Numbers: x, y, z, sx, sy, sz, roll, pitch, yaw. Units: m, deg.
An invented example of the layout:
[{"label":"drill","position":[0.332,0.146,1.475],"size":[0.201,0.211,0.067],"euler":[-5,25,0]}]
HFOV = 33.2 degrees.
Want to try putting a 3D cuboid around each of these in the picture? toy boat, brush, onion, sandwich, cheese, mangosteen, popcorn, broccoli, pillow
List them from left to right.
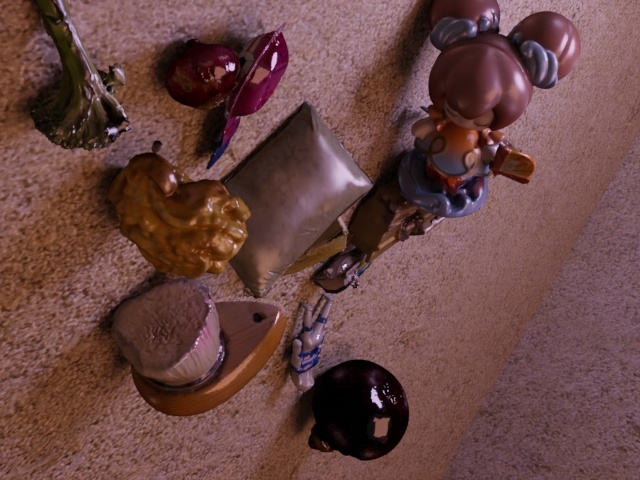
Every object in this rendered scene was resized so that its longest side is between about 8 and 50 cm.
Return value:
[{"label":"broccoli","position":[-0.287,-0.200,1.245],"size":[0.122,0.118,0.204],"euler":[-16,123,-12]},{"label":"popcorn","position":[-0.201,-0.030,1.476],"size":[0.163,0.194,0.140],"euler":[-34,-150,62]},{"label":"onion","position":[-0.157,-0.224,1.437],"size":[0.107,0.097,0.107],"euler":[-28,175,-3]},{"label":"brush","position":[-0.179,0.147,1.675],"size":[0.267,0.174,0.166],"euler":[-25,143,-15]},{"label":"cheese","position":[-0.109,-0.209,1.551],"size":[0.244,0.062,0.155],"euler":[-59,179,33]},{"label":"pillow","position":[-0.062,-0.065,1.719],"size":[0.302,0.185,0.075],"euler":[-45,-164,-24]},{"label":"sandwich","position":[0.000,0.000,1.892],"size":[0.193,0.058,0.162],"euler":[-31,169,31]},{"label":"mangosteen","position":[0.068,0.387,2.382],"size":[0.265,0.228,0.228],"euler":[-36,164,28]},{"label":"toy boat","position":[0.066,0.046,2.151],"size":[0.210,0.084,0.066],"euler":[-41,110,-52]},{"label":"toy boat","position":[0.223,-0.102,2.206],"size":[0.445,0.136,0.162],"euler":[-35,149,-30]}]

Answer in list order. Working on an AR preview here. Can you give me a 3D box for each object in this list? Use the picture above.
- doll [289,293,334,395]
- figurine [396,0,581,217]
[{"label":"doll","position":[-0.030,0.222,2.192],"size":[0.114,0.057,0.227],"euler":[-27,132,-56]},{"label":"figurine","position":[0.290,-0.249,1.977],"size":[0.388,0.277,0.248],"euler":[103,9,-51]}]
